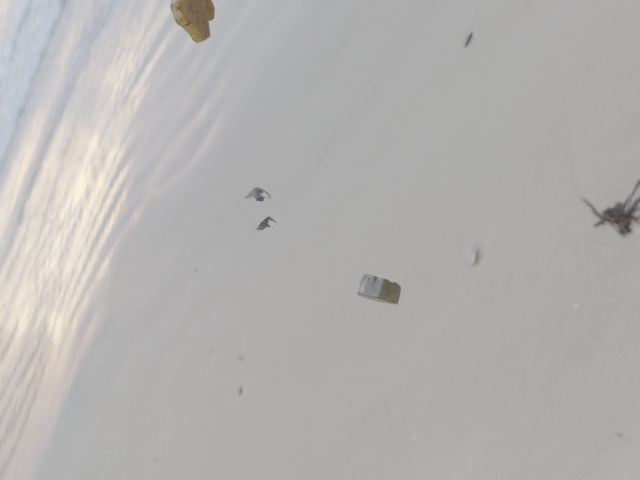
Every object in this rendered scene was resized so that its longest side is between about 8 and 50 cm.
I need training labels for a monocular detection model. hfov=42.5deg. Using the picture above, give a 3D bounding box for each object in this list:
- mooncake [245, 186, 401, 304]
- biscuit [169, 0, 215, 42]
[{"bbox_3d":[-0.008,0.011,1.154,0.346,0.150,0.057,35,90,32],"label":"mooncake"},{"bbox_3d":[-0.249,-0.490,1.561,0.036,0.166,0.226,-9,72,19],"label":"biscuit"}]
